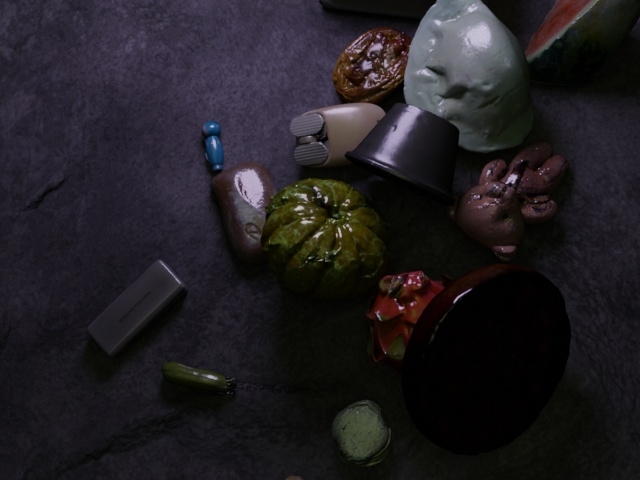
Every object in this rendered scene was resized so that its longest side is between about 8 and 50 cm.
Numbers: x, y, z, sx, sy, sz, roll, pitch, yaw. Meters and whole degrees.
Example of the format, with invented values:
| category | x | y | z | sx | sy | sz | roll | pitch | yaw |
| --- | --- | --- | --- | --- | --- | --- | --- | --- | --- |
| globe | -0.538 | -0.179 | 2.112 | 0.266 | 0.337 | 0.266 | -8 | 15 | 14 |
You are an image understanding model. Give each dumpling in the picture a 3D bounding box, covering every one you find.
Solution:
| category | x | y | z | sx | sy | sz | roll | pitch | yaw |
| --- | --- | --- | --- | --- | --- | --- | --- | --- | --- |
| dumpling | 0.359 | -0.370 | 1.620 | 0.270 | 0.211 | 0.321 | -47 | 54 | 39 |

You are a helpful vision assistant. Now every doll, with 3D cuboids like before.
| category | x | y | z | sx | sy | sz | roll | pitch | yaw |
| --- | --- | --- | --- | --- | --- | --- | --- | --- | --- |
| doll | 0.436 | -0.116 | 1.579 | 0.201 | 0.156 | 0.303 | 41 | 81 | 20 |

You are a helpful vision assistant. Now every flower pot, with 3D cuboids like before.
| category | x | y | z | sx | sy | sz | roll | pitch | yaw |
| --- | --- | --- | --- | --- | --- | --- | --- | --- | --- |
| flower pot | 0.202 | -0.198 | 1.550 | 0.269 | 0.269 | 0.166 | 26 | 97 | 12 |

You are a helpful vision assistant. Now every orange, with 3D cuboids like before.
| category | x | y | z | sx | sy | sz | roll | pitch | yaw |
| --- | --- | --- | --- | --- | --- | --- | --- | --- | --- |
| orange | 0.000 | 0.000 | 1.559 | 0.300 | 0.223 | 0.301 | -11 | 59 | -33 |

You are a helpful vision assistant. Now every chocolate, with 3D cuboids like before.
| category | x | y | z | sx | sy | sz | roll | pitch | yaw |
| --- | --- | --- | --- | --- | --- | --- | --- | --- | --- |
| chocolate | -0.168 | -0.073 | 1.681 | 0.161 | 0.083 | 0.261 | -25 | 75 | 0 |

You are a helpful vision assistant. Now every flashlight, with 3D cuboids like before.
| category | x | y | z | sx | sy | sz | roll | pitch | yaw |
| --- | --- | --- | --- | --- | --- | --- | --- | --- | --- |
| flashlight | -0.262 | -0.232 | 1.746 | 0.051 | 0.051 | 0.129 | -14 | 80 | 4 |

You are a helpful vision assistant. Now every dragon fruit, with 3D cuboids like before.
| category | x | y | z | sx | sy | sz | roll | pitch | yaw |
| --- | --- | --- | --- | --- | --- | --- | --- | --- | --- |
| dragon fruit | 0.196 | 0.175 | 1.512 | 0.224 | 0.224 | 0.227 | -14 | 92 | 4 |

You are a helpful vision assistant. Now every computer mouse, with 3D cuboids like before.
| category | x | y | z | sx | sy | sz | roll | pitch | yaw |
| --- | --- | --- | --- | --- | --- | --- | --- | --- | --- |
| computer mouse | 0.048 | -0.250 | 1.680 | 0.236 | 0.082 | 0.145 | -6 | 95 | 5 |

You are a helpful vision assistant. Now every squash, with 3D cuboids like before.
| category | x | y | z | sx | sy | sz | roll | pitch | yaw |
| --- | --- | --- | --- | --- | --- | --- | --- | --- | --- |
| squash | -0.283 | 0.319 | 1.629 | 0.183 | 0.052 | 0.052 | 13 | 80 | 7 |

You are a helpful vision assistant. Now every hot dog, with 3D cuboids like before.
| category | x | y | z | sx | sy | sz | roll | pitch | yaw |
| --- | --- | --- | --- | --- | --- | --- | --- | --- | --- |
| hot dog | 0.139 | -0.422 | 1.711 | 0.227 | 0.099 | 0.160 | -44 | 81 | -6 |

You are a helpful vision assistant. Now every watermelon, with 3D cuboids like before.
| category | x | y | z | sx | sy | sz | roll | pitch | yaw |
| --- | --- | --- | --- | --- | --- | --- | --- | --- | --- |
| watermelon | 0.599 | -0.490 | 1.629 | 0.193 | 0.232 | 0.310 | 37 | 129 | 11 |

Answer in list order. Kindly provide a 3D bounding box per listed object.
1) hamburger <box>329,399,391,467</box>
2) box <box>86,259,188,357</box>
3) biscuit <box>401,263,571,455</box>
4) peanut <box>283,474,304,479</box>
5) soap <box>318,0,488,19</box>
| category | x | y | z | sx | sy | sz | roll | pitch | yaw |
| --- | --- | --- | --- | --- | --- | --- | --- | --- | --- |
| hamburger | 0.088 | 0.427 | 1.549 | 0.133 | 0.062 | 0.140 | -16 | 74 | 3 |
| box | -0.434 | 0.162 | 1.678 | 0.243 | 0.055 | 0.103 | -44 | 76 | -4 |
| biscuit | 0.335 | 0.239 | 1.432 | 0.407 | 0.407 | 0.091 | -52 | 34 | -5 |
| peanut | -0.081 | 0.593 | 1.525 | 0.080 | 0.080 | 0.174 | 21 | 79 | 11 |
| soap | 0.223 | -0.730 | 1.707 | 0.435 | 0.213 | 0.350 | 8 | 81 | 9 |
